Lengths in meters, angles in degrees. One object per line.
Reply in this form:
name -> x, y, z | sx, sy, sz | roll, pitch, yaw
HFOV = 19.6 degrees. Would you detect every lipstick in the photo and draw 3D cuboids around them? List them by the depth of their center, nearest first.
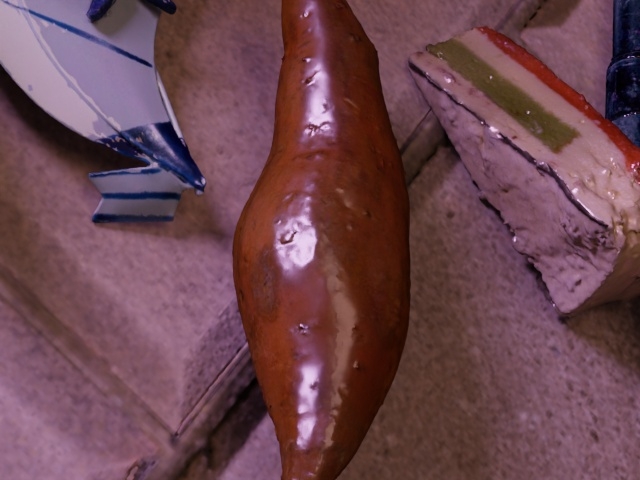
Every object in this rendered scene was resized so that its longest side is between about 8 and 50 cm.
lipstick -> 0.232, -0.120, 1.359 | 0.053, 0.053, 0.234 | 24, 52, -22

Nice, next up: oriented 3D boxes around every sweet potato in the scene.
sweet potato -> 0.001, 0.005, 1.099 | 0.112, 0.112, 0.359 | 20, 55, -25

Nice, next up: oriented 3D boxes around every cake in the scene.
cake -> 0.159, -0.061, 1.230 | 0.086, 0.116, 0.220 | -23, 82, -33

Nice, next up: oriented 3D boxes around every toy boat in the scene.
toy boat -> -0.138, -0.163, 1.118 | 0.292, 0.070, 0.210 | 51, 55, -7
